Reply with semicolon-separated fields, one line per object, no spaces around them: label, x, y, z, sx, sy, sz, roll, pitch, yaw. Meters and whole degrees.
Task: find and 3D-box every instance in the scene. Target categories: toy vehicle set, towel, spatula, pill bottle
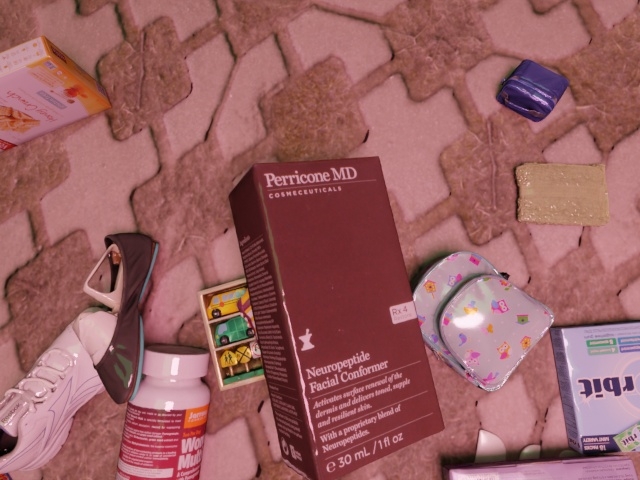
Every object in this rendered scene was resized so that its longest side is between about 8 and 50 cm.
toy vehicle set;-0.053;0.128;0.697;0.267;0.035;0.165;-17;83;2
towel;0.401;-0.075;0.703;0.148;0.027;0.109;1;82;3
spatula;0.308;0.428;0.637;0.169;0.019;0.241;11;82;5
pill bottle;-0.236;0.280;0.648;0.121;0.121;0.220;6;82;5

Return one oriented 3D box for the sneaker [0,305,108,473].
sneaker;-0.422;0.239;0.665;0.111;0.129;0.296;27;83;10

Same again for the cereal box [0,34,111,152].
cereal box;-0.516;-0.237;0.722;0.241;0.173;0.047;-23;82;1

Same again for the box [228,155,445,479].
box;0.016;0.088;0.578;0.191;0.143;0.380;-10;81;-27

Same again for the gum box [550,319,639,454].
gum box;0.453;0.220;0.646;0.157;0.041;0.184;-5;82;3

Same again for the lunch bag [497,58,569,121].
lunch bag;0.349;-0.249;0.712;0.099;0.067;0.065;32;84;9

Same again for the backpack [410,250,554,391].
backpack;0.223;0.109;0.632;0.188;0.144;0.165;40;92;12

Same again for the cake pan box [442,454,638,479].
cake pan box;0.311;0.432;0.570;0.267;0.070;0.245;-7;66;2

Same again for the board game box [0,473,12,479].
board game box;-0.556;0.456;0.688;0.136;0.035;0.201;-40;81;-3

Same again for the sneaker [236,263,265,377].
sneaker;-0.088;0.121;0.650;0.084;0.069;0.185;1;76;5

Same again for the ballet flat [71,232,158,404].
ballet flat;-0.320;0.106;0.652;0.095;0.096;0.280;-40;44;36
